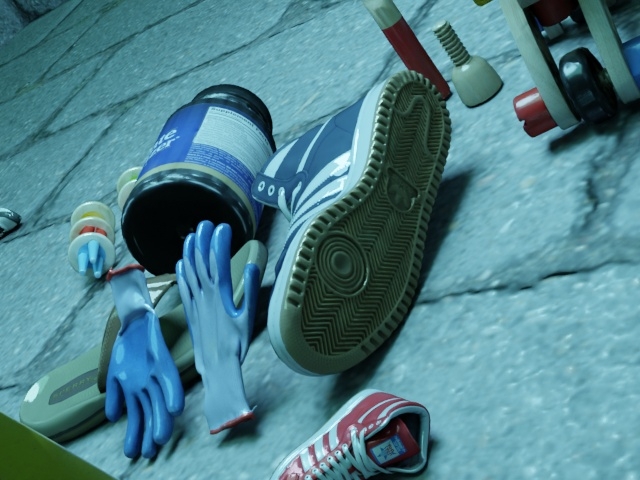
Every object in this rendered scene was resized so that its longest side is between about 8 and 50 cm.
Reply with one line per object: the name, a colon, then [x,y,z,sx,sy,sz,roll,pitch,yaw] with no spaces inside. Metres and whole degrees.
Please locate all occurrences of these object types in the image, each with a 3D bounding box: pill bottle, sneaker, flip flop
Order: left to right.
sneaker: [-0.469,-0.014,1.677,0.109,0.040,0.044,-22,44,41]
flip flop: [-0.161,0.081,0.996,0.277,0.080,0.112,-29,25,20]
pill bottle: [-0.109,-0.063,1.132,0.123,0.123,0.219,-27,25,23]
sneaker: [0.000,0.000,0.897,0.153,0.099,0.282,-25,32,45]
sneaker: [0.017,0.135,0.690,0.118,0.042,0.067,-46,21,-24]

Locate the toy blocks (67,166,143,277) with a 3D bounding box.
toy blocks: [-0.228,-0.016,1.302,0.123,0.054,0.148,-36,23,5]

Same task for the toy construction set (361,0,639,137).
toy construction set: [0.138,-0.229,0.936,0.309,0.237,0.257,-13,34,45]

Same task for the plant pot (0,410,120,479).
plant pot: [-0.227,0.217,0.713,0.212,0.212,0.187,-6,52,50]

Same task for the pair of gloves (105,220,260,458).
pair of gloves: [-0.109,0.076,0.880,0.198,0.023,0.159,-25,70,43]
